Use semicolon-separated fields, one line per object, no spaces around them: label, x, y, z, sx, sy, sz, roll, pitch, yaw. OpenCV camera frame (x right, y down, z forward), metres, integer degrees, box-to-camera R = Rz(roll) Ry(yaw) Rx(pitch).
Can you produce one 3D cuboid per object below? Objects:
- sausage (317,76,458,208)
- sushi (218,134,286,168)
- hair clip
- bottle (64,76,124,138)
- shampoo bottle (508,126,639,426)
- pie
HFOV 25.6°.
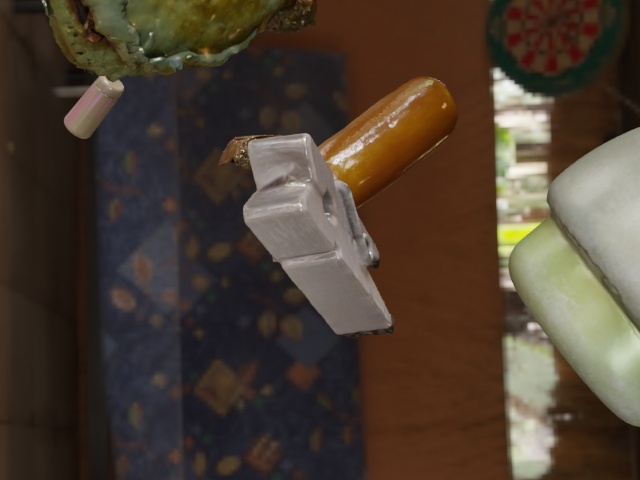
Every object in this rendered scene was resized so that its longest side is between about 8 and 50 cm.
sausage;0.083;-0.132;1.986;0.105;0.274;0.105;40;-27;25
sushi;-0.102;-0.140;2.260;0.052;0.120;0.055;-9;-95;62
hair clip;0.004;0.000;1.410;0.331;0.085;0.101;59;31;-64
bottle;-0.321;-0.192;2.002;0.096;0.045;0.045;-48;-161;21
shampoo bottle;0.398;0.028;1.585;0.322;0.317;0.322;47;13;-14
pie;-0.164;-0.380;1.435;0.395;0.180;0.418;-32;121;-49
